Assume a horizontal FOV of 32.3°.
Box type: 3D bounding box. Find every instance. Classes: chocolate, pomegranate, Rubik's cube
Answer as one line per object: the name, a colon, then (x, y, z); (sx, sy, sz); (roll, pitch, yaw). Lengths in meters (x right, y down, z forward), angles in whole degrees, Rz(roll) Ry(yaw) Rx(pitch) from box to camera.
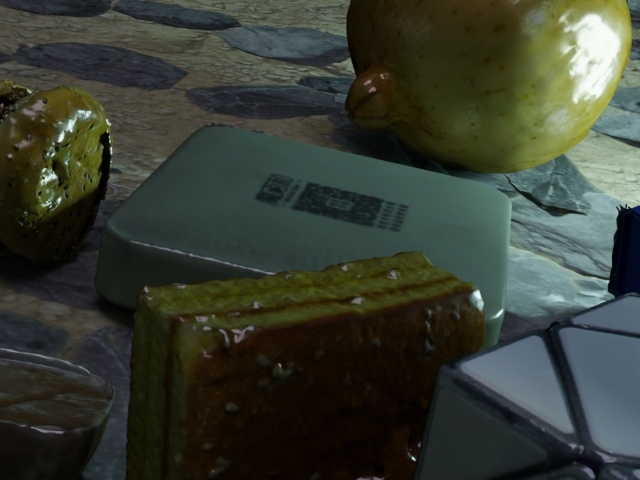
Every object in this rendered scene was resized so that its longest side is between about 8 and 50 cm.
chocolate: (-0.270, 0.121, 0.732); (0.253, 0.080, 0.157); (11, 8, -4)
pomegranate: (0.197, -0.256, 1.454); (0.410, 0.410, 0.410); (8, 24, -4)
Rubik's cube: (0.182, 0.176, 0.634); (0.205, 0.205, 0.207); (-13, 34, -41)

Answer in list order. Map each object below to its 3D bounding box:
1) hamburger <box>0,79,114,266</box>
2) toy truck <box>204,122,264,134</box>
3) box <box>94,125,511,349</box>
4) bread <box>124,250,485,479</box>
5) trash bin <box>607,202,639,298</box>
hamburger: (-0.271, -0.055, 1.034); (0.113, 0.177, 0.186); (14, 67, 9)
toy truck: (-0.110, -0.127, 1.407); (0.083, 0.039, 0.044); (8, 10, 0)
box: (0.000, 0.000, 1.105); (0.373, 0.091, 0.367); (12, 23, 7)
bread: (-0.005, 0.115, 0.725); (0.234, 0.184, 0.110); (-7, 23, -33)
trash bin: (0.434, 0.021, 1.157); (0.234, 0.184, 0.162); (-12, 30, -20)
